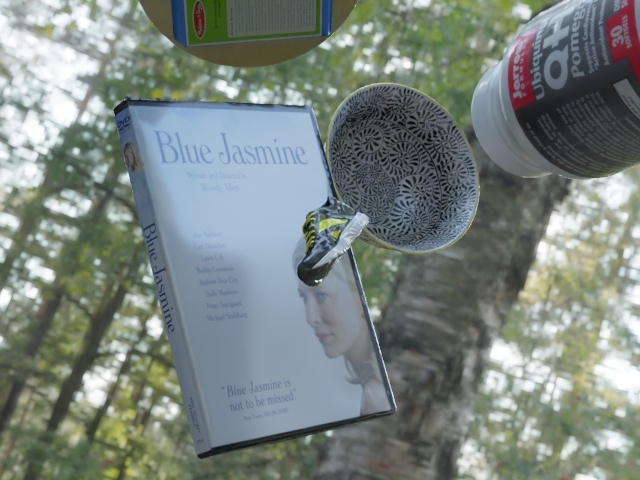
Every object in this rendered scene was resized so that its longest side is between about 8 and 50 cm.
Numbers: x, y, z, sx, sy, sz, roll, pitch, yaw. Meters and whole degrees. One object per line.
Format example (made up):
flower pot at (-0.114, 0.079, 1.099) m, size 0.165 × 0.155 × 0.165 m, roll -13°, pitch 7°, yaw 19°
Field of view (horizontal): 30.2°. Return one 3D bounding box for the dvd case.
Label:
dvd case at (-0.043, 0.018, 0.857) m, size 0.180 × 0.253 × 0.022 m, roll -4°, pitch -16°, yaw -43°

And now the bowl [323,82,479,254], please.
bowl at (0.060, -0.058, 1.136) m, size 0.170 × 0.170 × 0.080 m, roll 24°, pitch -27°, yaw -23°

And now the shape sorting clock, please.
shape sorting clock at (-0.060, -0.241, 1.016) m, size 0.206 × 0.206 × 0.040 m, roll 27°, pitch 27°, yaw -30°

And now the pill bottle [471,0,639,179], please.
pill bottle at (0.280, -0.155, 1.117) m, size 0.176 × 0.176 × 0.318 m, roll 23°, pitch -19°, yaw -19°

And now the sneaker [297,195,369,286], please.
sneaker at (0.000, 0.000, 0.763) m, size 0.035 × 0.083 × 0.031 m, roll 37°, pitch -55°, yaw 3°
